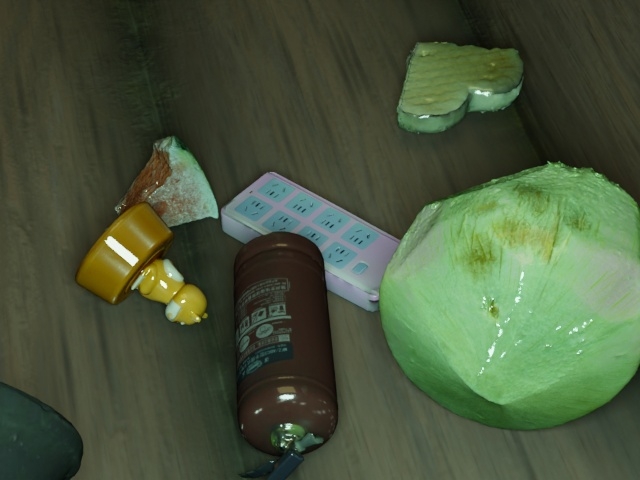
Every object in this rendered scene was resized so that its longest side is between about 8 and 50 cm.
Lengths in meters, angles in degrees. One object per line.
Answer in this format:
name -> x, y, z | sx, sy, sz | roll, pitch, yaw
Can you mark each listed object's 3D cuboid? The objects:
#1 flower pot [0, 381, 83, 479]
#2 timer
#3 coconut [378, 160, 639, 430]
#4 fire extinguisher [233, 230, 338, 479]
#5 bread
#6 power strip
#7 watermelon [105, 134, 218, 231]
flower pot -> -0.432, 0.289, 1.530 | 0.379, 0.379, 0.251 | 3, 64, 1
timer -> -0.201, 0.048, 1.928 | 0.152, 0.132, 0.132 | 40, 51, 5
coconut -> 0.224, 0.069, 1.777 | 0.328, 0.281, 0.328 | -4, 38, 3
fire extinguisher -> -0.047, 0.147, 1.816 | 0.135, 0.114, 0.337 | -37, 35, 25
bread -> 0.176, -0.220, 2.248 | 0.232, 0.064, 0.172 | -27, 49, -29
power strip -> 0.000, 0.000, 2.024 | 0.279, 0.037, 0.109 | 29, 49, 26
watermelon -> -0.204, -0.056, 2.079 | 0.158, 0.121, 0.098 | -55, 36, 7
